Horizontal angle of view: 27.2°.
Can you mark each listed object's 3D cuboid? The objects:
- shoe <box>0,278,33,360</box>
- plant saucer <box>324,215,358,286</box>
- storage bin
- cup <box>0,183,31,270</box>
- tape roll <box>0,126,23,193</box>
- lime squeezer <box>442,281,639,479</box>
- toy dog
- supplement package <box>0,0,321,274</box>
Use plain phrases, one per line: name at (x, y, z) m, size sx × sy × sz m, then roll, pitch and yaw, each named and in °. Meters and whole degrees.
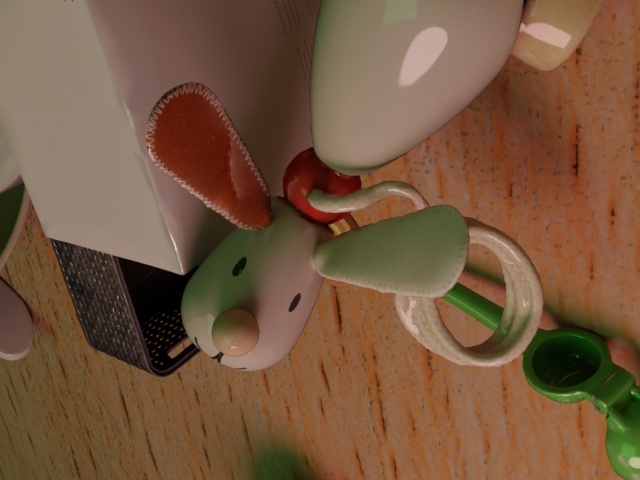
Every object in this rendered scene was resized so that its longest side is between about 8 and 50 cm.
shoe at (-0.382, 0.076, 1.477) m, size 0.178 × 0.063 × 0.081 m, roll 47°, pitch 147°, yaw 17°
plant saucer at (0.000, 0.000, 1.005) m, size 0.083 × 0.013 × 0.083 m, roll 30°, pitch 140°, yaw 30°
storage bin at (-0.140, 0.004, 1.074) m, size 0.084 × 0.122 × 0.180 m, roll 18°, pitch 133°, yaw 39°
cup at (-0.434, -0.065, 1.230) m, size 0.331 × 0.331 × 0.237 m, roll 57°, pitch 169°, yaw -6°
tape roll at (-0.284, -0.142, 1.037) m, size 0.219 × 0.072 × 0.219 m, roll 12°, pitch 117°, yaw 25°
lime squeezer at (0.179, 0.105, 0.872) m, size 0.310 × 0.059 × 0.110 m, roll 45°, pitch 175°, yaw 8°
toy dog at (0.027, -0.060, 0.678) m, size 0.220 × 0.161 × 0.333 m, roll 10°, pitch 109°, yaw 5°
supplement package at (-0.089, -0.120, 0.834) m, size 0.149 × 0.203 × 0.194 m, roll 12°, pitch 129°, yaw 43°
